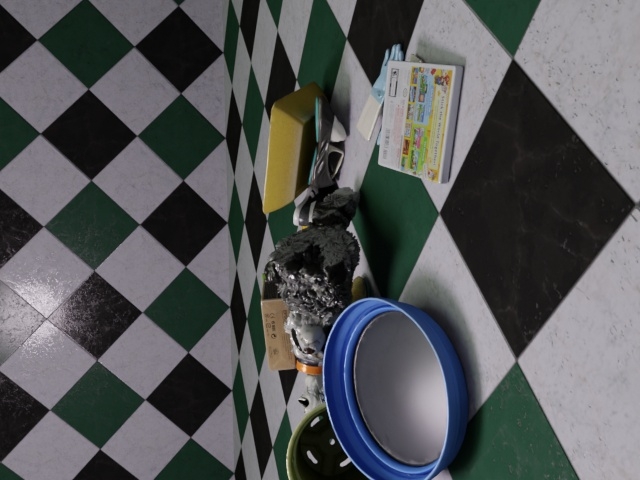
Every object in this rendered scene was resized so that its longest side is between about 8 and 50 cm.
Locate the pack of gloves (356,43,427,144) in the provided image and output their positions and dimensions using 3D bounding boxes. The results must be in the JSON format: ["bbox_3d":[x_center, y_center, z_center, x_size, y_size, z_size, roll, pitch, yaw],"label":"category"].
[{"bbox_3d":[0.172,-0.319,1.395,0.232,0.046,0.195,-68,29,29],"label":"pack of gloves"}]

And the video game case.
[{"bbox_3d":[0.199,-0.248,1.253,0.206,0.026,0.227,29,119,53],"label":"video game case"}]

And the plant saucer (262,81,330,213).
[{"bbox_3d":[-0.057,-0.273,1.810,0.333,0.080,0.333,-50,-28,-58],"label":"plant saucer"}]

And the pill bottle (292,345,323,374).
[{"bbox_3d":[-0.011,0.264,1.788,0.130,0.130,0.246,-154,71,-69],"label":"pill bottle"}]

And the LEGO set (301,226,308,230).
[{"bbox_3d":[0.000,0.000,1.881,0.132,0.107,0.287,-53,26,17],"label":"LEGO set"}]

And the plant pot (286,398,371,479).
[{"bbox_3d":[0.045,0.530,1.546,0.254,0.276,0.276,124,142,-79],"label":"plant pot"}]

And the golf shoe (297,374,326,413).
[{"bbox_3d":[-0.037,0.503,2.005,0.176,0.086,0.069,-124,35,-60],"label":"golf shoe"}]

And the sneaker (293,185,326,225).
[{"bbox_3d":[0.010,-0.102,1.831,0.217,0.121,0.079,-62,-20,-47],"label":"sneaker"}]

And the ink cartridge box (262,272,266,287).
[{"bbox_3d":[-0.144,0.208,2.176,0.255,0.097,0.189,101,164,-86],"label":"ink cartridge box"}]

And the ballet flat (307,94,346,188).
[{"bbox_3d":[0.022,-0.278,1.740,0.095,0.096,0.281,-92,7,-54],"label":"ballet flat"}]

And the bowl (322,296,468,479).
[{"bbox_3d":[0.149,0.314,1.287,0.391,0.077,0.391,2,93,53],"label":"bowl"}]

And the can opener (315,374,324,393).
[{"bbox_3d":[0.038,0.427,1.827,0.093,0.074,0.280,-42,44,21],"label":"can opener"}]

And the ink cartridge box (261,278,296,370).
[{"bbox_3d":[-0.128,0.254,1.895,0.193,0.088,0.235,-96,0,-72],"label":"ink cartridge box"}]

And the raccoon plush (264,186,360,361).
[{"bbox_3d":[0.047,0.103,1.550,0.216,0.446,0.299,11,130,33],"label":"raccoon plush"}]

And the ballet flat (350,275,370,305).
[{"bbox_3d":[0.070,0.271,1.616,0.123,0.123,0.349,-165,74,-71],"label":"ballet flat"}]
